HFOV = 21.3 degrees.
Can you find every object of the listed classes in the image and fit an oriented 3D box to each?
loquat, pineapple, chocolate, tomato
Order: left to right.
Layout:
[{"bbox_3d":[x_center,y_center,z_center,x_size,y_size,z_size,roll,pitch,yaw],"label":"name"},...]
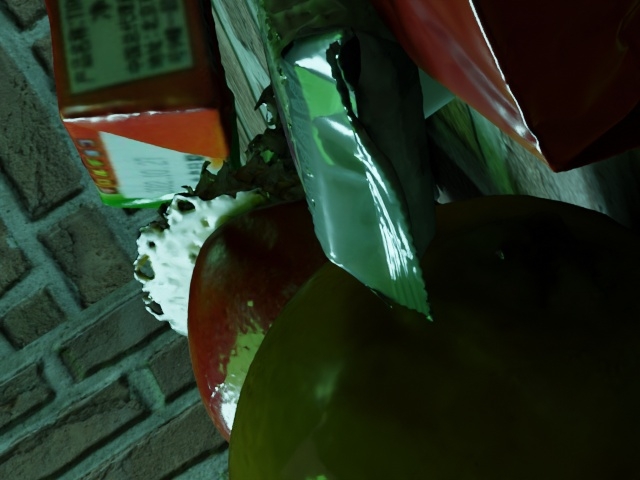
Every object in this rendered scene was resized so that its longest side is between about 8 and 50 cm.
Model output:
[{"bbox_3d":[-0.184,-0.230,1.718,0.341,0.161,0.360,86,174,-75],"label":"chocolate"},{"bbox_3d":[-0.019,-0.047,1.580,0.272,0.262,0.262,-76,-31,-44],"label":"pineapple"},{"bbox_3d":[0.032,0.113,1.429,0.144,0.338,0.338,-75,-32,-45],"label":"tomato"},{"bbox_3d":[0.103,0.132,1.047,0.328,0.328,0.328,57,173,10],"label":"loquat"}]

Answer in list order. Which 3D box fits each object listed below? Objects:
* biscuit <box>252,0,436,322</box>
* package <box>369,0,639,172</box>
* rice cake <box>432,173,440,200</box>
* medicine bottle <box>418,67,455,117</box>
[{"bbox_3d":[0.005,-0.118,0.980,0.309,0.079,0.186,-104,-1,-48],"label":"biscuit"},{"bbox_3d":[0.046,-0.216,0.722,0.196,0.123,0.423,47,169,48],"label":"package"},{"bbox_3d":[0.077,-0.083,1.474,0.211,0.034,0.043,70,175,-66],"label":"rice cake"},{"bbox_3d":[0.024,-0.187,1.176,0.121,0.083,0.229,48,168,37],"label":"medicine bottle"}]
